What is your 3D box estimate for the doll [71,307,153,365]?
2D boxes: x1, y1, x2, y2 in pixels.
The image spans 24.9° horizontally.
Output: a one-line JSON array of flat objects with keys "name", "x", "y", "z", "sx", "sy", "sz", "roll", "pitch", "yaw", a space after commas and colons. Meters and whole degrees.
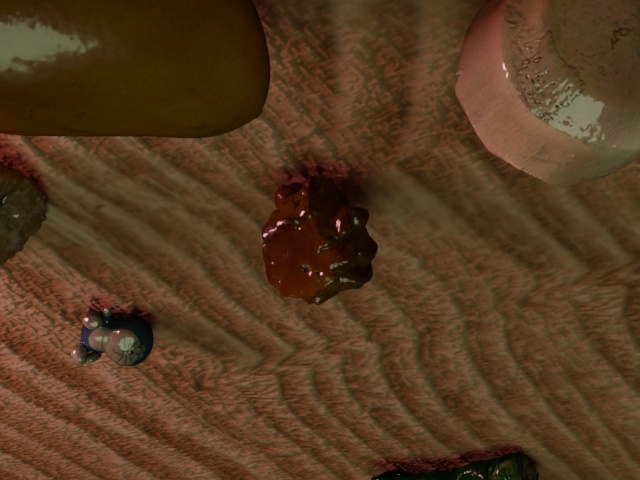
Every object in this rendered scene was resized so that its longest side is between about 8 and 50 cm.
[{"name": "doll", "x": -0.223, "y": 0.103, "z": 1.582, "sx": 0.083, "sy": 0.050, "sz": 0.076, "roll": 16, "pitch": 127, "yaw": -7}]

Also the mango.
[{"name": "mango", "x": -0.187, "y": -0.164, "z": 1.098, "sx": 0.317, "sy": 0.173, "sz": 0.211, "roll": 11, "pitch": 146, "yaw": -13}]

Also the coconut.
[{"name": "coconut", "x": 0.184, "y": -0.127, "z": 1.071, "sx": 0.171, "sy": 0.171, "sz": 0.183, "roll": 18, "pitch": 167, "yaw": -11}]

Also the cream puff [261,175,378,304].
[{"name": "cream puff", "x": 0.000, "y": 0.000, "z": 1.330, "sx": 0.122, "sy": 0.094, "sz": 0.116, "roll": 37, "pitch": 122, "yaw": 13}]

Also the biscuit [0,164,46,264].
[{"name": "biscuit", "x": -0.368, "y": -0.009, "z": 1.394, "sx": 0.220, "sy": 0.033, "sz": 0.220, "roll": -21, "pitch": 154, "yaw": -11}]

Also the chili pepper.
[{"name": "chili pepper", "x": 0.158, "y": 0.305, "z": 1.767, "sx": 0.224, "sy": 0.061, "sz": 0.098, "roll": -15, "pitch": 145, "yaw": 28}]
